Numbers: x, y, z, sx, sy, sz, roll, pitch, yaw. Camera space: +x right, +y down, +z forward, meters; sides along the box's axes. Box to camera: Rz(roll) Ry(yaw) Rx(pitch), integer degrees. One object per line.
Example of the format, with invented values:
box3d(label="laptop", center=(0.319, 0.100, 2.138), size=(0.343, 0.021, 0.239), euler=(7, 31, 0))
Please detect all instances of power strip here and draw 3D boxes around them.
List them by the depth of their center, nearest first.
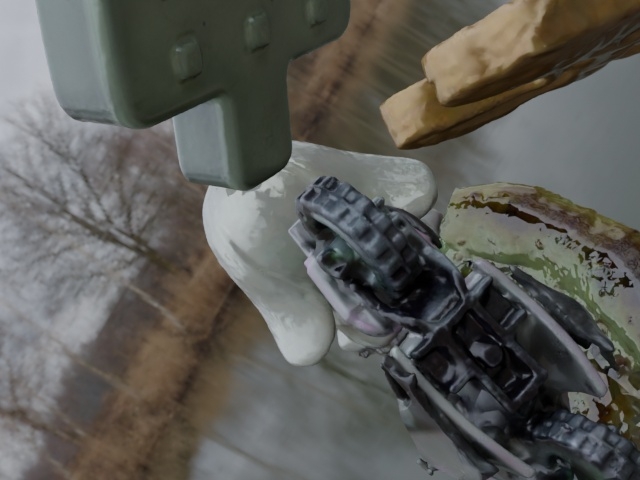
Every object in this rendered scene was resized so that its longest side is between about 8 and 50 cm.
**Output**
box3d(label="power strip", center=(-0.060, -0.129, 0.654), size=(0.265, 0.059, 0.193), euler=(-37, -52, -52))

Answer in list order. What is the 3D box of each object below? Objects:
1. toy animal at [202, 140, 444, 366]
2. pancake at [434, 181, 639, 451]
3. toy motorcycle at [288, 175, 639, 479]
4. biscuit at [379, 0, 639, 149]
box3d(label="toy animal", center=(0.006, 0.018, 1.183), size=(0.174, 0.289, 0.249), euler=(-147, 66, -77))
box3d(label="pancake", center=(0.205, 0.111, 0.956), size=(0.305, 0.067, 0.426), euler=(-29, 59, 24))
box3d(label="toy motorcycle", center=(0.098, 0.087, 0.758), size=(0.143, 0.327, 0.188), euler=(-46, 0, -14))
box3d(label="biscuit", center=(0.136, -0.100, 0.428), size=(0.236, 0.040, 0.144), euler=(-25, 3, -13))
